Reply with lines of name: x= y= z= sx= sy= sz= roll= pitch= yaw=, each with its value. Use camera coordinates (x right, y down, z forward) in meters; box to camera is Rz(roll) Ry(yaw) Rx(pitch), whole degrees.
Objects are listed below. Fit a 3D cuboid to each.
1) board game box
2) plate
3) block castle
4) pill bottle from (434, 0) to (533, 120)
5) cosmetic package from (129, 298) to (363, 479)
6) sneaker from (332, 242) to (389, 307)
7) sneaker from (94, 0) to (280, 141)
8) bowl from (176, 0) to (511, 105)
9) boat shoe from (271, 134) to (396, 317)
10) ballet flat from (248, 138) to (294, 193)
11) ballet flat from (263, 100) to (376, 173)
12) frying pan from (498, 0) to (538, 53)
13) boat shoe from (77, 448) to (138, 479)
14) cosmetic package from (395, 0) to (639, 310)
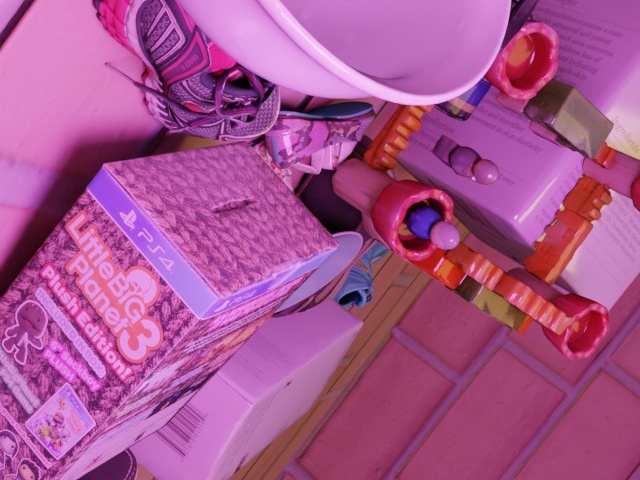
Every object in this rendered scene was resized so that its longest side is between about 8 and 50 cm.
board game box: x=-0.162 y=0.068 z=0.896 sx=0.291 sy=0.141 sz=0.232 roll=-46 pitch=170 yaw=23
plate: x=-0.030 y=0.039 z=1.275 sx=0.188 sy=0.024 sz=0.188 roll=-29 pitch=161 yaw=-11
block castle: x=0.262 y=-0.049 z=1.224 sx=0.453 sy=0.213 sz=0.303 roll=30 pitch=95 yaw=-41
pill bottle: x=0.211 y=-0.284 z=1.358 sx=0.219 sy=0.123 sz=0.123 roll=-56 pitch=166 yaw=17
cosmetic package: x=-0.109 y=0.211 z=1.518 sx=0.385 sy=0.156 sz=0.217 roll=-26 pitch=149 yaw=-60
sneaker: x=0.051 y=0.073 z=1.790 sx=0.275 sy=0.110 sz=0.107 roll=-39 pitch=162 yaw=-45
sneaker: x=-0.082 y=-0.133 z=0.803 sx=0.121 sy=0.112 sz=0.299 roll=-51 pitch=167 yaw=-2
bowl: x=-0.016 y=-0.209 z=0.610 sx=0.134 sy=0.298 sz=0.298 roll=-15 pitch=-165 yaw=41
boat shoe: x=0.000 y=0.000 z=1.385 sx=0.130 sy=0.132 sz=0.355 roll=-41 pitch=162 yaw=-39
ballet flat: x=-0.061 y=-0.035 z=1.204 sx=0.091 sy=0.077 sz=0.241 roll=-44 pitch=164 yaw=-21
ballet flat: x=-0.002 y=-0.118 z=1.162 sx=0.221 sy=0.077 sz=0.079 roll=-21 pitch=114 yaw=-61
frying pan: x=0.278 y=-0.316 z=1.033 sx=0.197 sy=0.053 sz=0.326 roll=-46 pitch=-167 yaw=41
boat shoe: x=-0.334 y=0.340 z=1.234 sx=0.285 sy=0.103 sz=0.092 roll=-32 pitch=162 yaw=-40
cosmetic package: x=0.399 y=-0.163 z=1.609 sx=0.394 sy=0.329 sz=0.327 roll=-51 pitch=130 yaw=0
